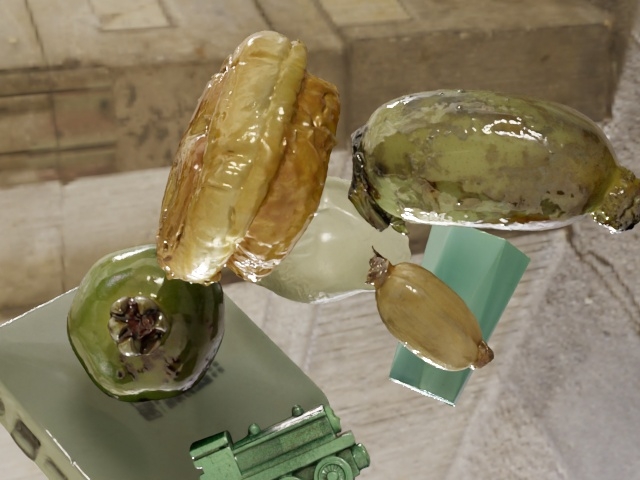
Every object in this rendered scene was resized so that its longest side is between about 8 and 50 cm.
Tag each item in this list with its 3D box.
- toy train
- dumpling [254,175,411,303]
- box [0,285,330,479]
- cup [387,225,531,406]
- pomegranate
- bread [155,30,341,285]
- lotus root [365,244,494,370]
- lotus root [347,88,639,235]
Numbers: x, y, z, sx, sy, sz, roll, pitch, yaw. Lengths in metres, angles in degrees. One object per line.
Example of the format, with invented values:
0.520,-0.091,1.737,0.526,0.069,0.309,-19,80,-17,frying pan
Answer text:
-0.039,0.225,0.975,0.071,0.170,0.111,78,169,-84,toy train
-0.004,0.000,1.277,0.216,0.126,0.166,0,89,45,dumpling
-0.217,0.205,1.293,0.367,0.373,0.090,44,133,15,box
0.180,0.104,1.369,0.236,0.148,0.134,-65,-18,-9,cup
-0.192,0.079,1.080,0.210,0.179,0.179,105,148,-57,pomegranate
-0.066,-0.072,0.881,0.198,0.120,0.236,134,154,-56,bread
0.092,0.067,0.882,0.150,0.073,0.062,42,135,-6,lotus root
0.182,-0.077,1.008,0.173,0.309,0.173,7,-90,-83,lotus root
